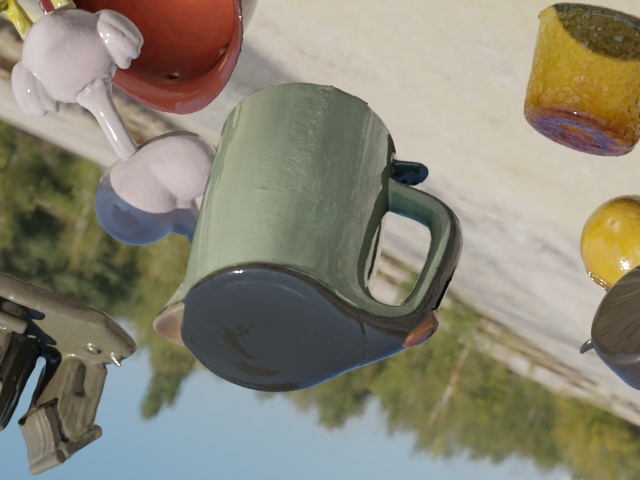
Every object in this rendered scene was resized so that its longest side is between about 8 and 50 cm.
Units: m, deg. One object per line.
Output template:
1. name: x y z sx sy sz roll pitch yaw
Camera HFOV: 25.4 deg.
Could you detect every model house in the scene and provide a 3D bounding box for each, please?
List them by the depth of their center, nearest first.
1. model house: -0.327 0.144 1.480 0.229 0.188 0.122 25 160 -14

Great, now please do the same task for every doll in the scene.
1. doll: -0.234 -0.137 1.605 0.365 0.160 0.094 57 180 -17

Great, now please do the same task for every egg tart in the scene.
1. egg tart: 0.353 -0.199 1.808 0.203 0.147 0.202 21 169 4

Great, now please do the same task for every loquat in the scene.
1. loquat: 0.397 0.012 1.786 0.141 0.141 0.141 23 177 1

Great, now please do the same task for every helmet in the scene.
1. helmet: -0.211 -0.397 2.043 0.337 0.230 0.385 -32 98 40

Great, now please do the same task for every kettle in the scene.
1. kettle: 0.000 0.000 1.207 0.240 0.165 0.255 3 -142 7

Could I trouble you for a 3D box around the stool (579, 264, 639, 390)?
1. stool: 0.358 0.077 1.375 0.121 0.217 0.125 39 -148 -24
